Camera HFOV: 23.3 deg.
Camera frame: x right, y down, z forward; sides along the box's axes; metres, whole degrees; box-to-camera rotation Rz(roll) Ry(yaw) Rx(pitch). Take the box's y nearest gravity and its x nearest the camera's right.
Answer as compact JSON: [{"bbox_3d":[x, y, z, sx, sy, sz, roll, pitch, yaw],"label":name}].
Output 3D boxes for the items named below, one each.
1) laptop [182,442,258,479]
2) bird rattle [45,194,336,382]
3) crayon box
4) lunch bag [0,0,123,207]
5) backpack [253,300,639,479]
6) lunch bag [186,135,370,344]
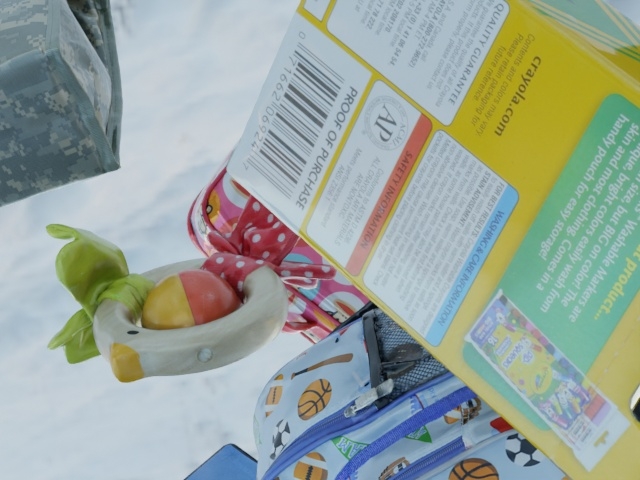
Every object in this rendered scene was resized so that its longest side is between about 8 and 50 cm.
[{"bbox_3d":[-0.154,0.327,1.362,0.382,0.236,0.408,28,-176,44],"label":"laptop"},{"bbox_3d":[-0.104,0.058,1.314,0.253,0.143,0.207,-4,-155,-12],"label":"bird rattle"},{"bbox_3d":[0.111,-0.029,0.847,0.083,0.323,0.203,-15,139,-48],"label":"crayon box"},{"bbox_3d":[-0.314,-0.158,1.440,0.235,0.287,0.169,-18,127,7],"label":"lunch bag"},{"bbox_3d":[0.089,0.158,1.039,0.263,0.213,0.276,-26,118,23],"label":"backpack"},{"bbox_3d":[0.000,0.000,1.792,0.258,0.293,0.120,-53,-175,-23],"label":"lunch bag"}]
